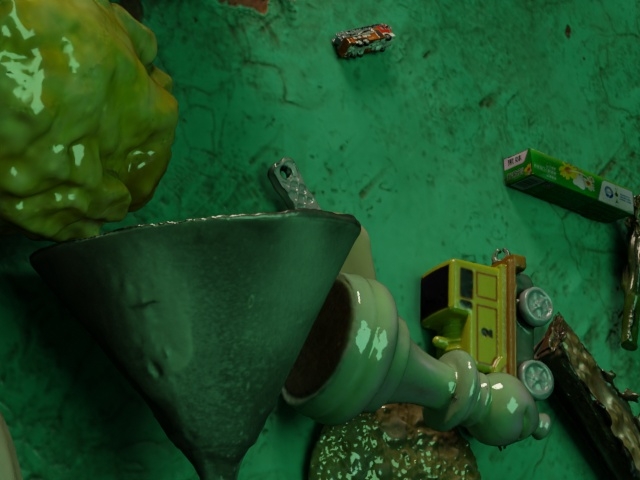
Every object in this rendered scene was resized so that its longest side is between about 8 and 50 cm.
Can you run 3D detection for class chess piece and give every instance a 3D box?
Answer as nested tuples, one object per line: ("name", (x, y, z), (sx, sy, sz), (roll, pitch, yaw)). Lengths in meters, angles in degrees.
("chess piece", (0.107, 0.135, 1.412), (0.271, 0.139, 0.139), (23, 59, -24))

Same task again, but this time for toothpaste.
("toothpaste", (0.286, -0.061, 1.744), (0.178, 0.043, 0.037), (17, 60, -36))

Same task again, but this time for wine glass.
("wine glass", (-0.078, 0.192, 1.187), (0.267, 0.267, 0.406), (2, 76, -41))

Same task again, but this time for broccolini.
("broccolini", (0.368, 0.034, 1.780), (0.203, 0.068, 0.091), (-62, 145, -27))

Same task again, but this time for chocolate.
("chocolate", (0.330, 0.228, 1.662), (0.329, 0.065, 0.102), (55, 33, -12))

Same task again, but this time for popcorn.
("popcorn", (-0.237, -0.124, 1.183), (0.252, 0.215, 0.286), (56, 2, 30))

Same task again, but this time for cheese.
("cheese", (0.005, -0.001, 1.468), (0.092, 0.047, 0.171), (-8, 79, -43))

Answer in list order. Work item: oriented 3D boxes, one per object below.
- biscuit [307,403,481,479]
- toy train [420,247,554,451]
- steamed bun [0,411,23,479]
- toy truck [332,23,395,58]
("biscuit", (0.075, 0.244, 1.447), (0.220, 0.033, 0.220), (15, 64, -35))
("toy train", (0.165, 0.104, 1.546), (0.127, 0.089, 0.219), (15, 65, -26))
("steamed bun", (-0.373, 0.185, 0.926), (0.374, 0.241, 0.374), (12, 71, -35))
("toy truck", (0.049, -0.213, 1.605), (0.083, 0.024, 0.032), (-18, 57, -41))
